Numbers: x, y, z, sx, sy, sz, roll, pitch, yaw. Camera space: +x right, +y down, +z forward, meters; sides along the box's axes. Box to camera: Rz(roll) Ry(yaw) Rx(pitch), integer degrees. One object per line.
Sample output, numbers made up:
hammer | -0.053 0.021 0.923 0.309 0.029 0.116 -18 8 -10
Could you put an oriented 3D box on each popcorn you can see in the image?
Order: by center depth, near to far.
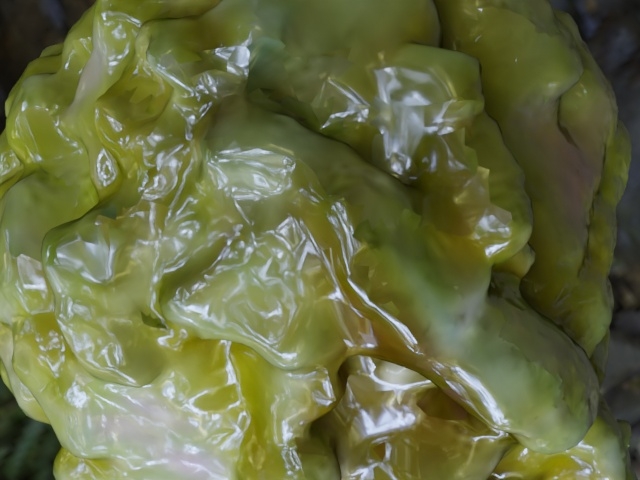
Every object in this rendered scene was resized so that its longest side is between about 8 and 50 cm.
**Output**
popcorn | 0.000 0.000 0.653 0.259 0.259 0.212 44 167 29
